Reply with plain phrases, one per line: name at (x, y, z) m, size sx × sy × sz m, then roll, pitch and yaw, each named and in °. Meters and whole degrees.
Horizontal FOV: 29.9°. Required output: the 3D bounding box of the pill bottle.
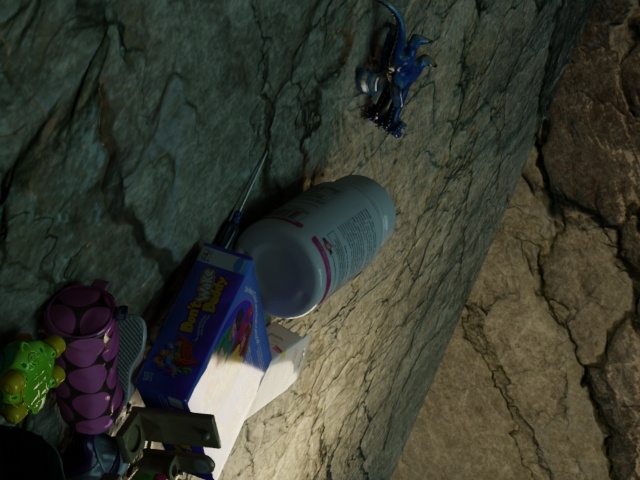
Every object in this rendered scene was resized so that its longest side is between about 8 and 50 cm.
pill bottle at (0.000, 0.000, 1.905) m, size 0.283 × 0.160 × 0.160 m, roll -35°, pitch 147°, yaw -53°

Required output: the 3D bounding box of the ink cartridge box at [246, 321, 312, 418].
ink cartridge box at (-0.099, 0.221, 2.087) m, size 0.198 × 0.067 × 0.115 m, roll -29°, pitch 142°, yaw -55°

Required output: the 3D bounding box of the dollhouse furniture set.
dollhouse furniture set at (-0.211, 0.328, 1.590) m, size 0.151 × 0.123 × 0.144 m, roll -60°, pitch 147°, yaw -52°

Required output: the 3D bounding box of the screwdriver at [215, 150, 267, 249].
screwdriver at (-0.113, -0.055, 1.756) m, size 0.169 × 0.024 × 0.025 m, roll -64°, pitch -171°, yaw 0°

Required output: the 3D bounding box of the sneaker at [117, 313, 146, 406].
sneaker at (-0.261, 0.157, 1.623) m, size 0.070 × 0.051 × 0.134 m, roll -54°, pitch 158°, yaw -77°

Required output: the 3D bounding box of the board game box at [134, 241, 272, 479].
board game box at (-0.164, 0.192, 1.786) m, size 0.347 × 0.078 × 0.233 m, roll 85°, pitch 26°, yaw -60°

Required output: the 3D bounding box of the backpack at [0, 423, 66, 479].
backpack at (-0.364, 0.283, 1.311) m, size 0.188 × 0.166 × 0.144 m, roll -120°, pitch -134°, yaw -59°

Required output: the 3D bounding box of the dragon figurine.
dragon figurine at (0.115, -0.271, 1.954) m, size 0.144 × 0.085 × 0.289 m, roll -59°, pitch 162°, yaw -11°

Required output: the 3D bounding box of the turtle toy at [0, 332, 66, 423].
turtle toy at (-0.346, 0.160, 1.376) m, size 0.095 × 0.066 × 0.130 m, roll -46°, pitch 156°, yaw -46°

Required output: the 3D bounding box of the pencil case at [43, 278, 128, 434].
pencil case at (-0.286, 0.146, 1.486) m, size 0.209 × 0.095 × 0.098 m, roll 99°, pitch 5°, yaw -46°

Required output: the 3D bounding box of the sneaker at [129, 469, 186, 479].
sneaker at (-0.289, 0.503, 1.704) m, size 0.202 × 0.185 × 0.483 m, roll -52°, pitch 180°, yaw 18°

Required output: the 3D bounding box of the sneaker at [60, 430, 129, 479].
sneaker at (-0.358, 0.349, 1.623) m, size 0.098 × 0.083 × 0.223 m, roll 40°, pitch 80°, yaw -41°
